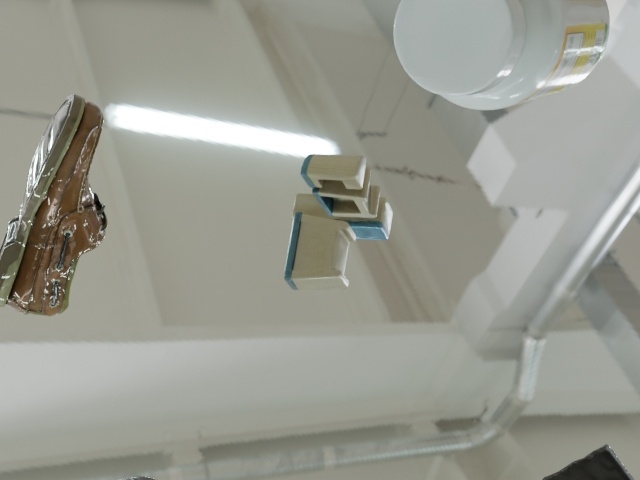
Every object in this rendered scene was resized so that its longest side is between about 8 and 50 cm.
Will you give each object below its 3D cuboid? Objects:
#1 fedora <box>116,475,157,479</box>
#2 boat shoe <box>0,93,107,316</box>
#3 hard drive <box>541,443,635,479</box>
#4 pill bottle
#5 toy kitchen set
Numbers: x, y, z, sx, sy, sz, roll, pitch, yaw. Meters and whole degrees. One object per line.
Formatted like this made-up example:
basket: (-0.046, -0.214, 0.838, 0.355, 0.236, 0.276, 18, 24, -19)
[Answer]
fedora: (-0.167, 0.377, 1.070, 0.124, 0.275, 0.243, 2, -133, -56)
boat shoe: (-0.308, -0.037, 1.185, 0.104, 0.307, 0.110, 19, -146, -21)
hard drive: (-0.049, 0.207, 0.348, 0.339, 0.237, 0.064, -19, -118, -30)
pill bottle: (0.138, -0.160, 0.746, 0.117, 0.117, 0.208, 38, -152, 16)
toy kitchen set: (0.000, 0.000, 1.191, 0.122, 0.207, 0.166, 3, -109, 17)
